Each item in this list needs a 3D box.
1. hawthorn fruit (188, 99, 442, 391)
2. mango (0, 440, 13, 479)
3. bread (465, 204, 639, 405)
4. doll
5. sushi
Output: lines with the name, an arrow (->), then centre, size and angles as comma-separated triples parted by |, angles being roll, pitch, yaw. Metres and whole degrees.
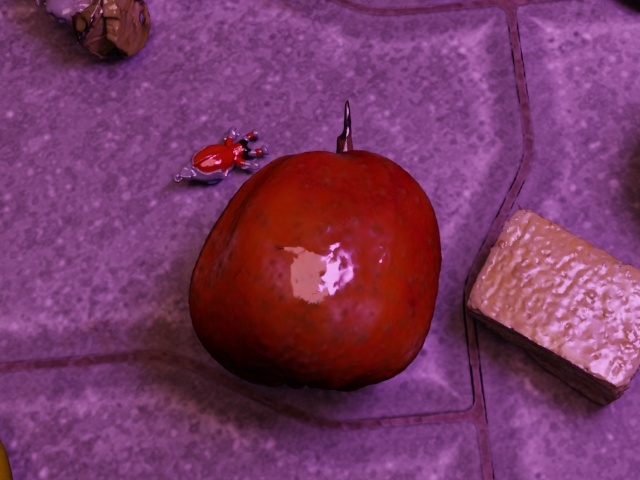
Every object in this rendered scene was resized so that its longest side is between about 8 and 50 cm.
hawthorn fruit -> 0.000, 0.000, 1.203 | 0.254, 0.254, 0.300 | 4, 81, 4
mango -> -0.386, 0.288, 1.175 | 0.185, 0.149, 0.273 | -15, 75, -5
bread -> 0.259, 0.069, 1.251 | 0.196, 0.102, 0.138 | 30, 72, 15
doll -> -0.116, -0.091, 1.357 | 0.114, 0.039, 0.057 | -26, 93, -15
sushi -> -0.285, -0.336, 1.418 | 0.131, 0.139, 0.291 | -37, 71, 10
